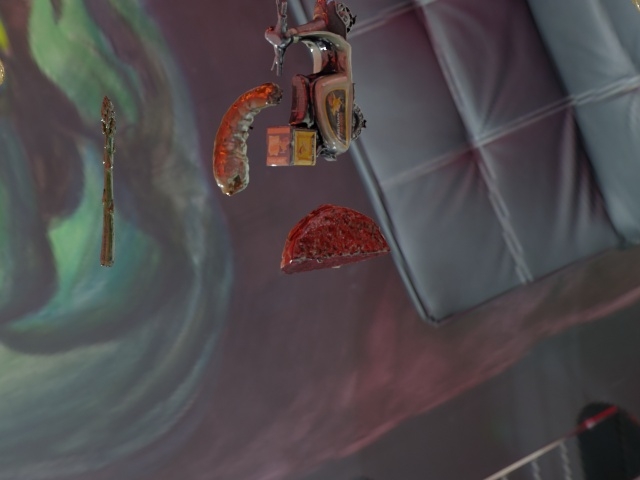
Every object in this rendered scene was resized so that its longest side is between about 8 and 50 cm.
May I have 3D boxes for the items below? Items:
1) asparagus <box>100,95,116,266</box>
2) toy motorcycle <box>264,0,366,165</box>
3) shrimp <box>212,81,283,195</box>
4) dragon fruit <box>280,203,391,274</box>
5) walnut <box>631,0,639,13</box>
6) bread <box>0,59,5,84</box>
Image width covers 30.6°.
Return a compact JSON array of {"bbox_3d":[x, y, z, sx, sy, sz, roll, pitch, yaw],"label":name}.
[{"bbox_3d":[-0.277,-0.075,1.525,0.023,0.022,0.233,-85,-2,-71],"label":"asparagus"},{"bbox_3d":[-0.010,-0.244,1.756,0.091,0.157,0.263,3,95,50],"label":"toy motorcycle"},{"bbox_3d":[-0.107,-0.159,1.787,0.166,0.049,0.161,-37,46,36],"label":"shrimp"},{"bbox_3d":[0.000,0.000,1.593,0.106,0.162,0.083,-30,74,58],"label":"dragon fruit"},{"bbox_3d":[0.555,-0.397,1.576,0.253,0.276,0.282,147,116,-81],"label":"walnut"},{"bbox_3d":[-0.538,-0.269,1.418,0.311,0.173,0.121,30,117,26],"label":"bread"}]
